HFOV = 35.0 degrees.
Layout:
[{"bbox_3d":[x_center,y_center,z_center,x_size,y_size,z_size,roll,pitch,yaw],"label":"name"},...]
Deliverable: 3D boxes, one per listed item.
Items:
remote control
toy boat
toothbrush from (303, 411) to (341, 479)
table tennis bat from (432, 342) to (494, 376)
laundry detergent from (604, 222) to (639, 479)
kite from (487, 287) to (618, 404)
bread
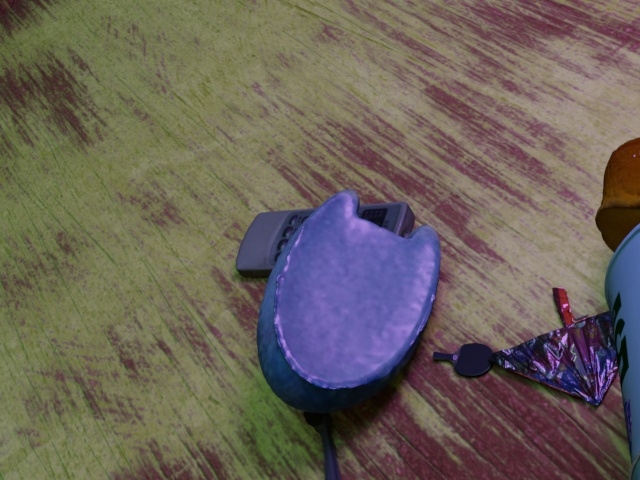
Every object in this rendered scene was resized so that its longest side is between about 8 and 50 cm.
[{"bbox_3d":[0.000,0.000,1.538,0.285,0.038,0.123,0,51,32],"label":"remote control"},{"bbox_3d":[0.031,0.089,1.354,0.215,0.123,0.330,25,56,-3],"label":"toy boat"},{"bbox_3d":[0.018,0.314,1.231,0.030,0.030,0.297,-46,36,26],"label":"toothbrush"},{"bbox_3d":[0.183,0.152,1.299,0.083,0.007,0.050,2,52,31],"label":"table tennis bat"},{"bbox_3d":[0.424,0.146,0.939,0.287,0.287,0.305,-14,44,21],"label":"laundry detergent"},{"bbox_3d":[0.318,0.124,1.238,0.232,0.009,0.189,-20,43,11],"label":"kite"},{"bbox_3d":[0.455,-0.034,1.169,0.269,0.195,0.143,15,66,36],"label":"bread"}]
